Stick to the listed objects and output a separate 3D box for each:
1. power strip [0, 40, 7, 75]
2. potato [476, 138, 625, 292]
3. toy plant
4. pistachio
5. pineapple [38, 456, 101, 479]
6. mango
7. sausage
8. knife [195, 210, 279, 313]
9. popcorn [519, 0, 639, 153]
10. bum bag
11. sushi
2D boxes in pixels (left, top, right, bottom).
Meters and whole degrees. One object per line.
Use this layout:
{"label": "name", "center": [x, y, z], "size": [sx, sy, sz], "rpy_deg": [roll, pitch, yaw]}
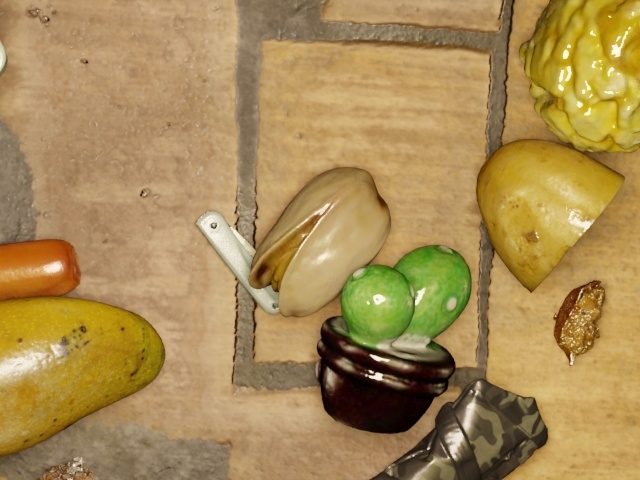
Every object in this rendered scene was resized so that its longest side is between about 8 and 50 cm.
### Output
{"label": "power strip", "center": [-0.529, -0.238, 1.531], "size": [0.261, 0.141, 0.229], "rpy_deg": [-31, 99, -9]}
{"label": "potato", "center": [0.272, -0.051, 1.682], "size": [0.158, 0.203, 0.178], "rpy_deg": [37, 71, 9]}
{"label": "toy plant", "center": [0.095, 0.118, 1.659], "size": [0.175, 0.218, 0.235], "rpy_deg": [24, 103, 32]}
{"label": "pistachio", "center": [0.000, 0.000, 1.649], "size": [0.129, 0.131, 0.206], "rpy_deg": [37, 79, 26]}
{"label": "pineapple", "center": [-0.319, 0.377, 1.656], "size": [0.103, 0.083, 0.221], "rpy_deg": [8, 97, -10]}
{"label": "mango", "center": [-0.351, 0.160, 1.587], "size": [0.330, 0.176, 0.175], "rpy_deg": [-13, 71, -9]}
{"label": "sausage", "center": [-0.395, 0.042, 1.613], "size": [0.198, 0.076, 0.076], "rpy_deg": [-6, 97, -8]}
{"label": "knife", "center": [-0.096, 0.027, 1.689], "size": [0.044, 0.023, 0.162], "rpy_deg": [-39, 101, -3]}
{"label": "popcorn", "center": [0.378, -0.226, 1.652], "size": [0.225, 0.249, 0.249], "rpy_deg": [23, 91, -29]}
{"label": "bum bag", "center": [0.150, 0.312, 1.728], "size": [0.340, 0.095, 0.144], "rpy_deg": [-39, 116, -3]}
{"label": "sushi", "center": [0.348, 0.109, 1.758], "size": [0.062, 0.060, 0.118], "rpy_deg": [3, 96, -15]}
